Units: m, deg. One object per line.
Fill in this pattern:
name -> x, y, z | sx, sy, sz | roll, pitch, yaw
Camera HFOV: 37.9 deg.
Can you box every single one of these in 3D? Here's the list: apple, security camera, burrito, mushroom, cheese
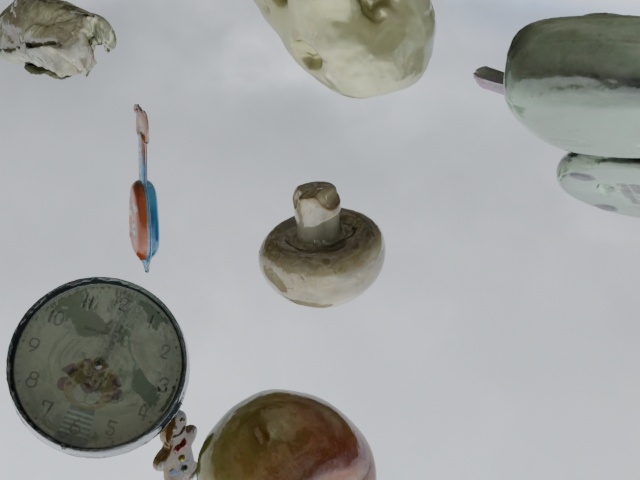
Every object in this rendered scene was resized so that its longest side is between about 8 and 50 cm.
apple -> -0.070, 0.458, 1.835 | 0.338, 0.338, 0.305 | -8, -158, -32
security camera -> 0.257, -0.090, 0.771 | 0.157, 0.080, 0.301 | 7, 164, 33
burrito -> -0.207, -0.152, 0.698 | 0.045, 0.058, 0.188 | 33, 174, -41
mushroom -> 0.000, 0.000, 1.460 | 0.204, 0.204, 0.204 | 7, -155, -3
cheese -> -0.266, -0.075, 1.392 | 0.037, 0.256, 0.106 | -6, -161, -22
cheese -> 0.014, -0.281, 0.981 | 0.174, 0.251, 0.248 | -22, -157, -12

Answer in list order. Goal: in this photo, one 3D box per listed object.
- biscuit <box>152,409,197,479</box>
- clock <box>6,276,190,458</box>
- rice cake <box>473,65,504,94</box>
biscuit -> -0.298, 0.443, 1.946 | 0.031, 0.205, 0.138 | 13, -151, 28
clock -> -0.375, 0.212, 1.582 | 0.313, 0.312, 0.061 | 6, 162, -7
rice cake -> 0.353, -0.246, 1.556 | 0.207, 0.047, 0.036 | 24, -111, 20
